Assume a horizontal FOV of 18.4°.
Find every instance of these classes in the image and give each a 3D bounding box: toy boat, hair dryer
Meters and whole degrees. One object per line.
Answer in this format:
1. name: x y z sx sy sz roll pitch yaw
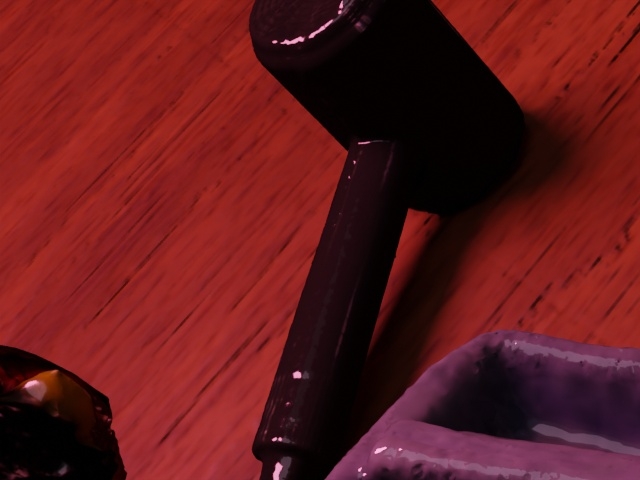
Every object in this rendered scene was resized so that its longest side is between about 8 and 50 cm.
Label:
1. toy boat: 0.034 0.122 0.487 0.127 0.078 0.283 10 35 23
2. hair dryer: 0.001 0.001 0.783 0.070 0.114 0.248 -10 48 40

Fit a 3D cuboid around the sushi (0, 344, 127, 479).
1. sushi: -0.141 0.107 0.700 0.153 0.172 0.150 7 41 -3
